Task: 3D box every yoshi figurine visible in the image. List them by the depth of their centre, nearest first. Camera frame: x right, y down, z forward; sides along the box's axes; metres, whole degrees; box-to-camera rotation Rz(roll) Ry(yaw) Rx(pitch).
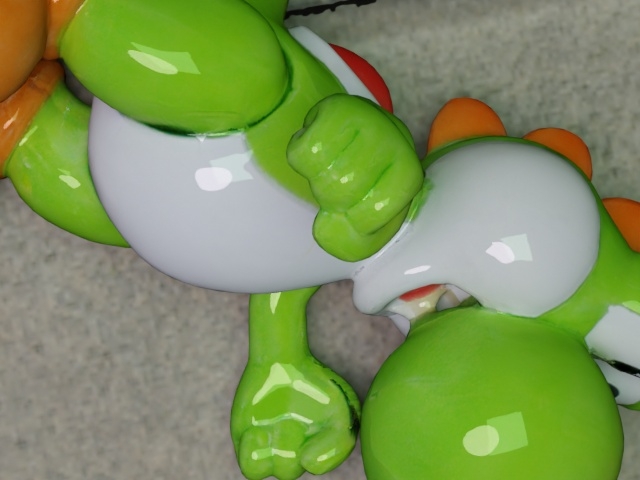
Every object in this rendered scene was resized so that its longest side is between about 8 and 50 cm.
[{"bbox_3d":[-0.004,0.017,0.710,0.362,0.203,0.203,24,100,-9],"label":"yoshi figurine"}]
